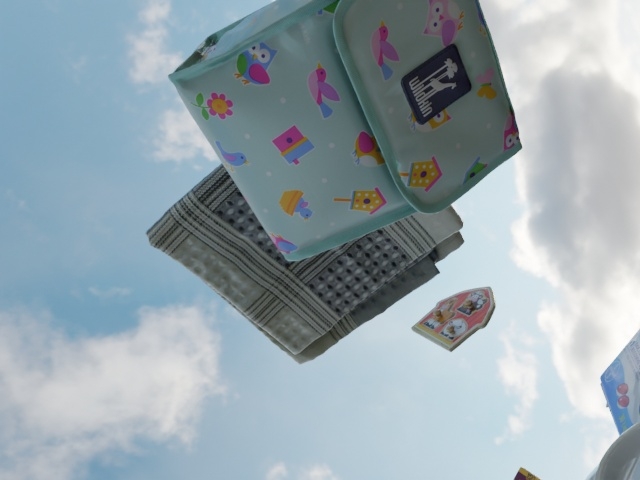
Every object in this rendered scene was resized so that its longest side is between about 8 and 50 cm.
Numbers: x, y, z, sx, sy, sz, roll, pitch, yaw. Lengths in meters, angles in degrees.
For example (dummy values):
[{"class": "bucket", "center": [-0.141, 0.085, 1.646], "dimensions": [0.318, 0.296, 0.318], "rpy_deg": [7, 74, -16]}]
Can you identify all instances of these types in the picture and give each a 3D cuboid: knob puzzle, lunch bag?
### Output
[{"class": "knob puzzle", "center": [0.320, 0.163, 1.380], "dimensions": [0.030, 0.213, 0.213], "rpy_deg": [56, -133, -18]}, {"class": "lunch bag", "center": [0.036, -0.130, 0.553], "dimensions": [0.223, 0.263, 0.160], "rpy_deg": [61, -157, -27]}]

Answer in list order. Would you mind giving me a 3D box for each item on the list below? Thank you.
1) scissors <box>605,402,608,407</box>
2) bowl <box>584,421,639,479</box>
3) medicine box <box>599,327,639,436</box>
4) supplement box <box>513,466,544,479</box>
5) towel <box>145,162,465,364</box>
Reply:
[{"class": "scissors", "center": [0.638, 0.198, 1.109], "dimensions": [0.021, 0.109, 0.296], "rpy_deg": [-26, -45, -79]}, {"class": "bowl", "center": [0.276, 0.200, 0.387], "dimensions": [0.298, 0.298, 0.134], "rpy_deg": [-39, -79, -44]}, {"class": "medicine box", "center": [0.590, 0.202, 0.899], "dimensions": [0.149, 0.289, 0.263], "rpy_deg": [29, -159, 6]}, {"class": "supplement box", "center": [0.381, 0.531, 1.088], "dimensions": [0.104, 0.081, 0.188], "rpy_deg": [32, -97, -15]}, {"class": "towel", "center": [0.000, 0.000, 0.757], "dimensions": [0.324, 0.312, 0.056], "rpy_deg": [45, -169, -32]}]
